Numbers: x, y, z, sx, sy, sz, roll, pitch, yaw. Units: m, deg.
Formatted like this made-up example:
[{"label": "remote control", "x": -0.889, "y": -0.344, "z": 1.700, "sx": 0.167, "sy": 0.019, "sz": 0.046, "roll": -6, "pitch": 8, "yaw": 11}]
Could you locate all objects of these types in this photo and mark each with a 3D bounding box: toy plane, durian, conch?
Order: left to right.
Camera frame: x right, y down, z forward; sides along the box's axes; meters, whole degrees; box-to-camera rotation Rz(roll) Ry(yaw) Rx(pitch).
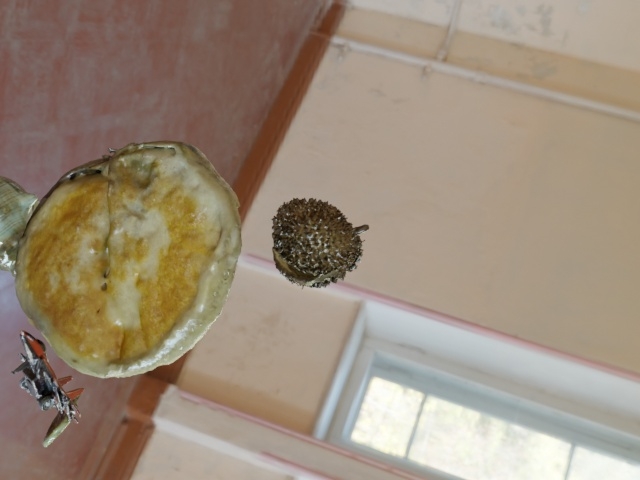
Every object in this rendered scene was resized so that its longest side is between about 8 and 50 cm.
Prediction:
[{"label": "conch", "x": -0.459, "y": -0.041, "z": 1.174, "sx": 0.137, "sy": 0.115, "sz": 0.233, "roll": 82, "pitch": -11, "yaw": -60}, {"label": "toy plane", "x": -0.384, "y": 0.183, "z": 1.103, "sx": 0.061, "sy": 0.130, "sz": 0.189, "roll": -43, "pitch": 149, "yaw": -20}, {"label": "durian", "x": 0.000, "y": 0.000, "z": 1.537, "sx": 0.196, "sy": 0.196, "sz": 0.166, "roll": 66, "pitch": 9, "yaw": -71}]

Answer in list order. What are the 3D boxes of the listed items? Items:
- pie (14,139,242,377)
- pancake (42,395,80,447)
[{"label": "pie", "x": -0.252, "y": 0.018, "z": 1.058, "sx": 0.338, "sy": 0.339, "sz": 0.077, "roll": -71, "pitch": 159, "yaw": -6}, {"label": "pancake", "x": -0.546, "y": 0.381, "z": 1.692, "sx": 0.116, "sy": 0.023, "sz": 0.129, "roll": -50, "pitch": -165, "yaw": 4}]
